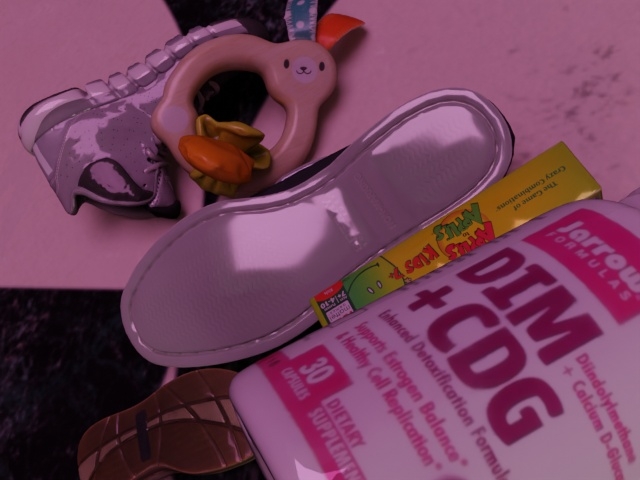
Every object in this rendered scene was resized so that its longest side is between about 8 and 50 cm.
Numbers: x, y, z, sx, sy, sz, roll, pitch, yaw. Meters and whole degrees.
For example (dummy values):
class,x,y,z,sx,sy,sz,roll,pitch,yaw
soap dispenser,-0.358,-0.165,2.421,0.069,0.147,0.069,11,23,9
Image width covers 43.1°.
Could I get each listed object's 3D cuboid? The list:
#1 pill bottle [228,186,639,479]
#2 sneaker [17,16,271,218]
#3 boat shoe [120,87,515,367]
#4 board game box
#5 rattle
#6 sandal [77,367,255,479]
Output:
class,x,y,z,sx,sy,sz,roll,pitch,yaw
pill bottle,0.112,0.076,0.412,0.283,0.160,0.160,-26,56,-12
sneaker,-0.126,-0.088,0.690,0.229,0.086,0.132,-26,82,-4
boat shoe,0.000,0.000,0.576,0.303,0.091,0.114,-25,84,14
board game box,0.093,0.022,0.520,0.181,0.092,0.043,-33,58,6
rattle,-0.034,-0.129,0.611,0.200,0.143,0.130,-40,80,-7
sandal,-0.100,0.141,0.578,0.180,0.049,0.072,-25,61,28
